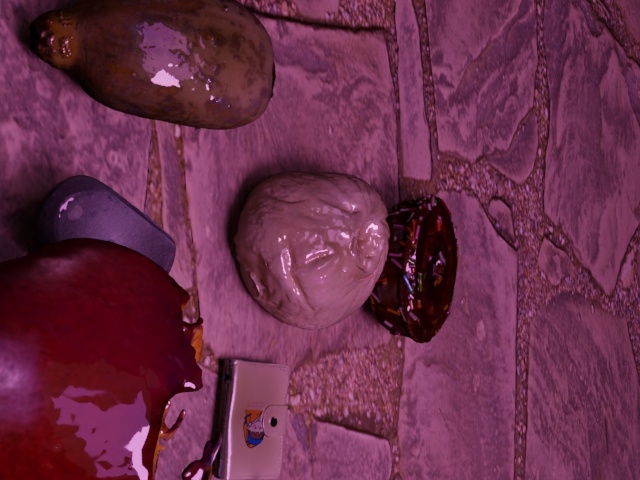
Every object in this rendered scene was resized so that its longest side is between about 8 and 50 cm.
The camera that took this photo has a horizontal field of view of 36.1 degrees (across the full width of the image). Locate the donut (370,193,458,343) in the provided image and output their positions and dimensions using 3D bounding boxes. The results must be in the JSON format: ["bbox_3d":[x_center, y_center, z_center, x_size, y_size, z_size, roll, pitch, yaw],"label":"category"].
[{"bbox_3d":[0.143,0.040,1.508,0.235,0.089,0.235,-19,111,-63],"label":"donut"}]

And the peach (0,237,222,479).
[{"bbox_3d":[-0.252,0.215,0.925,0.339,0.353,0.416,-105,175,-78],"label":"peach"}]

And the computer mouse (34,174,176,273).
[{"bbox_3d":[-0.246,0.002,1.125,0.113,0.068,0.229,-54,140,-12],"label":"computer mouse"}]

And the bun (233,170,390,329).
[{"bbox_3d":[0.000,0.000,1.339,0.244,0.153,0.243,8,79,-46],"label":"bun"}]

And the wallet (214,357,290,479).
[{"bbox_3d":[-0.092,0.237,1.309,0.110,0.039,0.155,13,79,-44],"label":"wallet"}]

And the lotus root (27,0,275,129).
[{"bbox_3d":[-0.182,-0.213,1.143,0.309,0.173,0.173,3,87,-41],"label":"lotus root"}]
